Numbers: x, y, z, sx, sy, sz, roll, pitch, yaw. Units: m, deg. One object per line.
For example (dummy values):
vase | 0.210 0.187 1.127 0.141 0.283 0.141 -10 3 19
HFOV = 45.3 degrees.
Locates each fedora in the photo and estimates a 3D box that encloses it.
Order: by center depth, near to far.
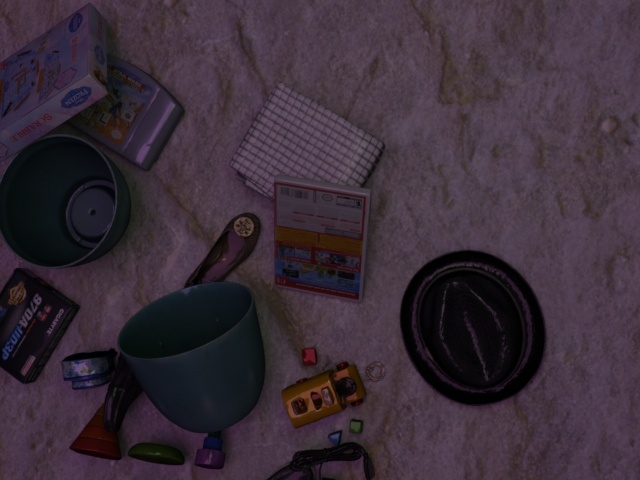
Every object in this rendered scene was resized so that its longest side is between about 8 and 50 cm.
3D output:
fedora | 0.314 0.183 1.591 0.333 0.152 0.334 -1 87 10

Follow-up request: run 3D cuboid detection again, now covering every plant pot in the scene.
plant pot | -0.250 0.261 1.630 0.292 0.293 0.235 -11 114 10
plant pot | -0.551 -0.074 1.739 0.292 0.196 0.293 -1 83 12

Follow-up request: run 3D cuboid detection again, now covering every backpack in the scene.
backpack | -0.534 0.298 1.761 0.105 0.114 0.084 -8 86 9

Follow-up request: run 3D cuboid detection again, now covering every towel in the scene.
towel | -0.030 -0.179 1.693 0.283 0.121 0.235 30 94 9

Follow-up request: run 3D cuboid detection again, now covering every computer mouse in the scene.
computer mouse | 0.034 0.560 1.673 0.184 0.060 0.262 -12 97 -14

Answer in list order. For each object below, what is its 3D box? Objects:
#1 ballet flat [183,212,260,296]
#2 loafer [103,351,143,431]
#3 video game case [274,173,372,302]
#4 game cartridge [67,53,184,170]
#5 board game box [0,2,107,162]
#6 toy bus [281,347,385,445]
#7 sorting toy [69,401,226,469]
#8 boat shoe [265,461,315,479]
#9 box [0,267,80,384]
ballet flat | -0.227 0.040 1.746 0.084 0.058 0.250 42 95 9
loafer | -0.431 0.324 1.736 0.078 0.076 0.223 11 66 4
video game case | 0.000 0.000 1.638 0.204 0.025 0.285 10 126 11
game cartridge | -0.480 -0.322 1.816 0.297 0.062 0.198 31 97 11
board game box | -0.627 -0.359 1.737 0.318 0.066 0.319 -28 45 13
toy bus | 0.016 0.333 1.662 0.190 0.104 0.202 22 92 11
sorting toy | -0.385 0.437 1.746 0.365 0.127 0.126 1 64 12
boat shoe | -0.121 0.578 1.688 0.254 0.079 0.095 -35 80 6
box | -0.704 0.202 1.829 0.175 0.051 0.220 33 93 10
